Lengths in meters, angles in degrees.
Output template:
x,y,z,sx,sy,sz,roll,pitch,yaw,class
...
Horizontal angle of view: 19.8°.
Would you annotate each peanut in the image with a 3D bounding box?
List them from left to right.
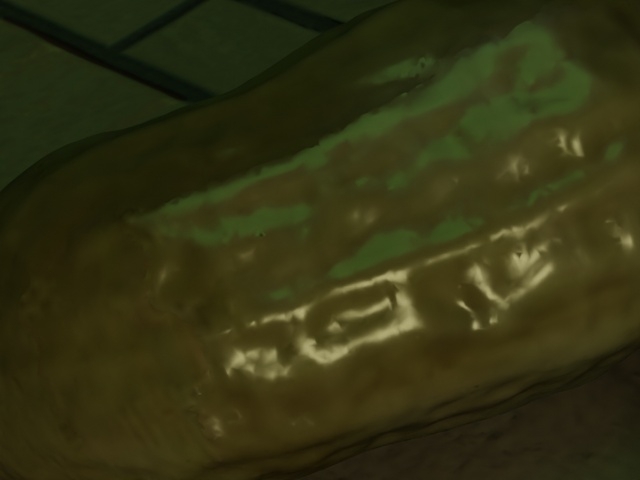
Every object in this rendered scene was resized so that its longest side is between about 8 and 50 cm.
x,y,z,sx,sy,sz,roll,pitch,yaw,class
0.001,0.001,0.675,0.340,0.158,0.174,-20,36,-8,peanut
